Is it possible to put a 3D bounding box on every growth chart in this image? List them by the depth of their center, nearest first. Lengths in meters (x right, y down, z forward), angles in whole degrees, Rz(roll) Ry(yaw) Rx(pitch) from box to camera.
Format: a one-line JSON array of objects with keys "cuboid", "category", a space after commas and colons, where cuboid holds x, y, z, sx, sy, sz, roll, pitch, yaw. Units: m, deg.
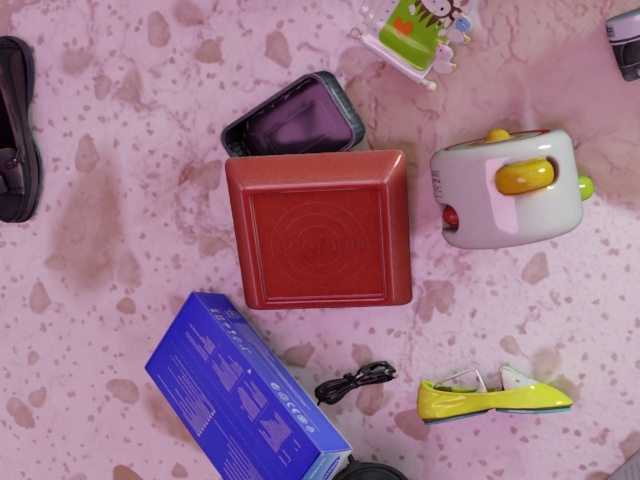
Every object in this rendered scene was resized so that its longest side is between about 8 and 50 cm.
[{"cuboid": [0.136, -0.331, 1.265, 0.172, 0.021, 0.237, 30, 130, 10], "category": "growth chart"}]

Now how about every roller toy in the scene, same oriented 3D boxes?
[{"cuboid": [0.246, -0.076, 1.240, 0.191, 0.209, 0.146, -5, 101, 36], "category": "roller toy"}]

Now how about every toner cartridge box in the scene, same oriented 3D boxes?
[{"cuboid": [-0.118, 0.248, 1.386, 0.348, 0.075, 0.165, 47, 113, 33], "category": "toner cartridge box"}]

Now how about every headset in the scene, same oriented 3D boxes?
[{"cuboid": [0.098, 0.388, 1.384, 0.185, 0.243, 0.394, -22, 78, -7], "category": "headset"}]

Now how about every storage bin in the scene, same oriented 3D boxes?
[{"cuboid": [-0.039, -0.155, 1.354, 0.180, 0.084, 0.122, -31, 94, 19], "category": "storage bin"}]

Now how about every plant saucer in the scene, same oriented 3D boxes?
[{"cuboid": [0.000, 0.000, 1.342, 0.258, 0.047, 0.259, -2, 119, 6], "category": "plant saucer"}]

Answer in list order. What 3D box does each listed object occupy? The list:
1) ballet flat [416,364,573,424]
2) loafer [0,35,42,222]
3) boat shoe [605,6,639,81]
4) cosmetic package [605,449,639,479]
[{"cuboid": [0.253, 0.226, 1.375, 0.231, 0.077, 0.077, -9, 83, 18], "category": "ballet flat"}, {"cuboid": [-0.511, -0.170, 1.464, 0.109, 0.095, 0.302, 5, 104, 13], "category": "loafer"}, {"cuboid": [0.526, -0.280, 1.169, 0.306, 0.113, 0.105, -17, 104, 20], "category": "boat shoe"}, {"cuboid": [0.478, 0.415, 1.276, 0.161, 0.230, 0.453, 42, 109, 1], "category": "cosmetic package"}]
